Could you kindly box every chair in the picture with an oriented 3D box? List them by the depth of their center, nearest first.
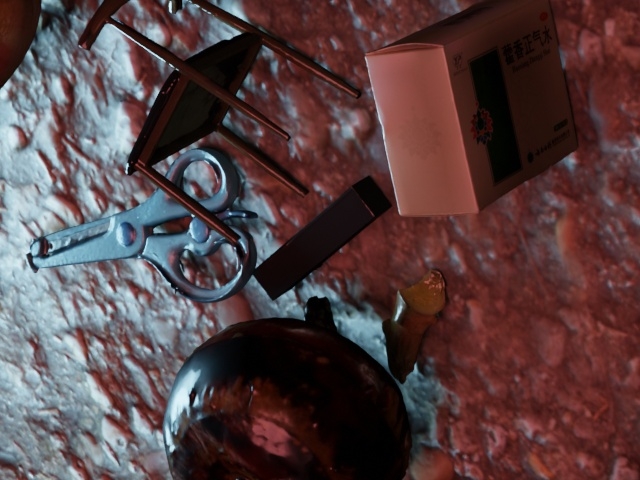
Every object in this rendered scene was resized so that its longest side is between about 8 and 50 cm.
[{"bbox_3d":[-0.128,-0.153,1.944,0.272,0.188,0.166,38,125,13],"label":"chair"}]

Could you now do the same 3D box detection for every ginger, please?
[{"bbox_3d":[0.098,0.092,1.971,0.057,0.044,0.137,22,124,4],"label":"ginger"}]

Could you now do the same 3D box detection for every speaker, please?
[{"bbox_3d":[0.000,0.000,2.003,0.191,0.040,0.046,-40,86,38],"label":"speaker"}]

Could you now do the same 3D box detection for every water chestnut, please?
[{"bbox_3d":[-0.026,0.191,1.981,0.300,0.300,0.300,14,116,30],"label":"water chestnut"}]

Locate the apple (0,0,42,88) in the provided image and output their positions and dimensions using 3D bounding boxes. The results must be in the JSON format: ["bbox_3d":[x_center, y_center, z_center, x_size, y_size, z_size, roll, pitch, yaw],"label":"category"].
[{"bbox_3d":[-0.505,-0.304,2.042,0.364,0.364,0.364,14,116,30],"label":"apple"}]

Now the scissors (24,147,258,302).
[{"bbox_3d":[-0.219,-0.002,2.149,0.393,0.032,0.180,-10,85,40],"label":"scissors"}]

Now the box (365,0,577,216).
[{"bbox_3d":[0.150,-0.134,1.733,0.095,0.212,0.168,-5,107,37],"label":"box"}]
